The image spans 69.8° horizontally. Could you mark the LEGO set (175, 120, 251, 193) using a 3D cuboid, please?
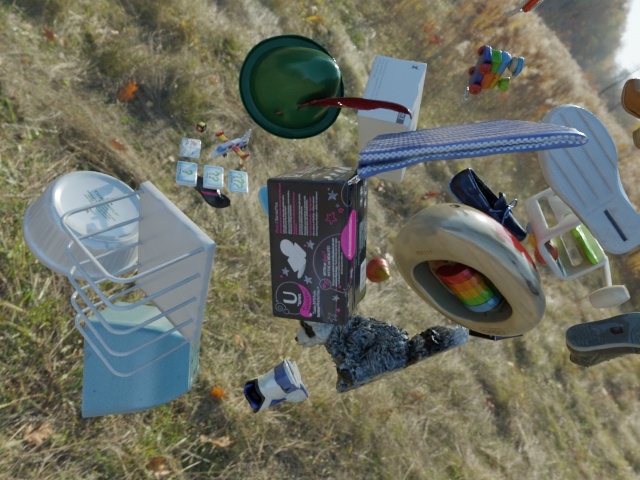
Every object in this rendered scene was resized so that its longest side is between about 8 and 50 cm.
[{"bbox_3d":[-0.279,-0.236,1.220,0.183,0.060,0.244,6,49,-17],"label":"LEGO set"}]

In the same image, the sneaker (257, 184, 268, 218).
[{"bbox_3d":[-0.162,-0.058,1.846,0.127,0.208,0.319,-37,90,-30],"label":"sneaker"}]

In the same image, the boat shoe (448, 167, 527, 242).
[{"bbox_3d":[0.463,-0.090,1.238,0.258,0.089,0.109,36,39,-6],"label":"boat shoe"}]

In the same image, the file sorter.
[{"bbox_3d":[-0.330,0.078,0.818,0.193,0.277,0.173,40,44,22],"label":"file sorter"}]

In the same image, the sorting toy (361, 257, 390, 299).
[{"bbox_3d":[0.184,0.224,2.065,0.127,0.366,0.126,54,-7,-17],"label":"sorting toy"}]

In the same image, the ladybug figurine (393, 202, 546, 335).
[{"bbox_3d":[0.360,0.069,1.085,0.449,0.305,0.161,46,55,-30],"label":"ladybug figurine"}]

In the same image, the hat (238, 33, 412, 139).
[{"bbox_3d":[-0.006,-0.249,0.689,0.209,0.183,0.172,-8,97,-18],"label":"hat"}]

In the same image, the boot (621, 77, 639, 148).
[{"bbox_3d":[0.790,-0.325,1.058,0.073,0.152,0.197,0,73,-10],"label":"boot"}]

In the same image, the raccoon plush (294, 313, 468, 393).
[{"bbox_3d":[0.150,0.238,1.322,0.447,0.216,0.299,-16,67,-14],"label":"raccoon plush"}]

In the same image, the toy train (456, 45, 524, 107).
[{"bbox_3d":[0.583,-0.544,1.589,0.144,0.248,0.105,8,63,0],"label":"toy train"}]

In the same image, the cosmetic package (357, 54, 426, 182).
[{"bbox_3d":[0.219,-0.364,1.447,0.156,0.385,0.217,15,73,12],"label":"cosmetic package"}]

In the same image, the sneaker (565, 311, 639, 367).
[{"bbox_3d":[0.675,0.227,1.034,0.118,0.222,0.083,56,34,-46],"label":"sneaker"}]

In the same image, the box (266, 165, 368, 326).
[{"bbox_3d":[0.000,0.000,0.820,0.163,0.142,0.247,-43,136,-66],"label":"box"}]

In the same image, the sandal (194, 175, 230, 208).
[{"bbox_3d":[-0.377,-0.170,1.557,0.179,0.040,0.067,39,50,18],"label":"sandal"}]

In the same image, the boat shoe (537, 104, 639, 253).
[{"bbox_3d":[0.491,-0.114,0.867,0.335,0.121,0.119,51,18,-23],"label":"boat shoe"}]

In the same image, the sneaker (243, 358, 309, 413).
[{"bbox_3d":[-0.155,0.490,1.539,0.315,0.182,0.127,71,-5,-65],"label":"sneaker"}]

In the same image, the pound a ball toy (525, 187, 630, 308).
[{"bbox_3d":[0.608,0.019,1.137,0.208,0.136,0.319,52,29,-11],"label":"pound a ball toy"}]

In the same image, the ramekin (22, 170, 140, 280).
[{"bbox_3d":[-0.548,-0.046,1.105,0.273,0.127,0.272,28,39,-25],"label":"ramekin"}]

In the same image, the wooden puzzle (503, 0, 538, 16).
[{"bbox_3d":[0.686,-0.762,1.386,0.044,0.239,0.221,53,42,-3],"label":"wooden puzzle"}]

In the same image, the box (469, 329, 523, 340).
[{"bbox_3d":[0.530,0.210,1.379,0.158,0.093,0.155,3,88,-37],"label":"box"}]

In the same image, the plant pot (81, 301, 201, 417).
[{"bbox_3d":[-0.461,0.312,1.239,0.252,0.247,0.247,3,93,-6],"label":"plant pot"}]

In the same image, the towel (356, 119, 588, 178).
[{"bbox_3d":[0.180,-0.133,0.642,0.336,0.243,0.040,-59,142,-71],"label":"towel"}]
